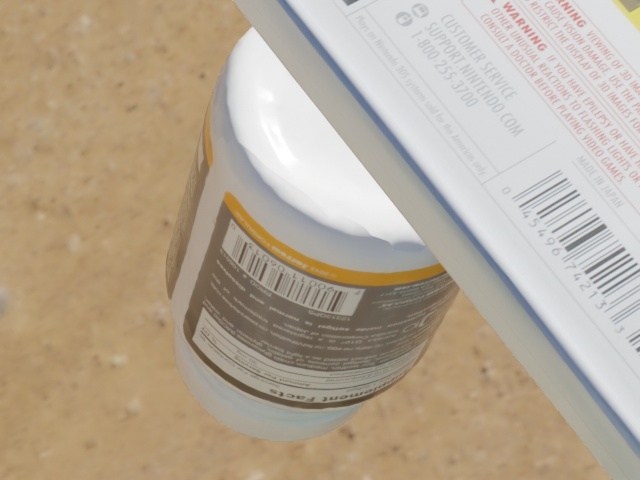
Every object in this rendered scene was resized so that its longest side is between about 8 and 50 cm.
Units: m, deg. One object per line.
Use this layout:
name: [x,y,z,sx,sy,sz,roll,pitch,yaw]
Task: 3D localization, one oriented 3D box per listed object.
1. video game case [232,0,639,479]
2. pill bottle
video game case: [0.097,-0.066,0.556,0.206,0.026,0.227,-30,71,-24]
pill bottle: [0.000,0.000,1.109,0.162,0.278,0.162,5,62,-10]
